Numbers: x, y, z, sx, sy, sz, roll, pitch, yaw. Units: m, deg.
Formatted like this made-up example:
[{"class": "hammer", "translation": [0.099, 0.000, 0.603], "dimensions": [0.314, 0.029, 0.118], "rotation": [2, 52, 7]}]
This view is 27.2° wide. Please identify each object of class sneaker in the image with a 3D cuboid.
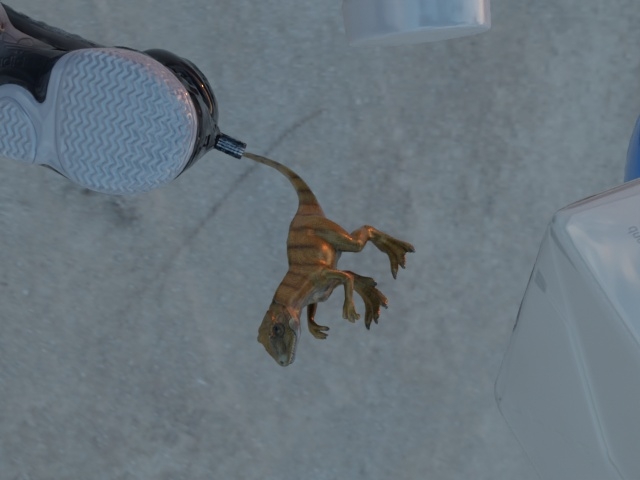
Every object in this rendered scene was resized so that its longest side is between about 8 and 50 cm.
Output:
[{"class": "sneaker", "translation": [-0.178, -0.099, 0.858], "dimensions": [0.101, 0.269, 0.153], "rotation": [-69, 162, 8]}]

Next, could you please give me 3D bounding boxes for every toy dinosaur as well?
[{"class": "toy dinosaur", "translation": [0.000, 0.000, 0.902], "dimensions": [0.112, 0.211, 0.064], "rotation": [24, 124, -17]}]

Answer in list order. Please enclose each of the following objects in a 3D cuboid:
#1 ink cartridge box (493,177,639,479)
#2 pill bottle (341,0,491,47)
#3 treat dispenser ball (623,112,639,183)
[{"class": "ink cartridge box", "translation": [0.263, 0.042, 0.423], "dimensions": [0.353, 0.207, 0.119], "rotation": [-19, 147, -15]}, {"class": "pill bottle", "translation": [0.061, -0.289, 1.003], "dimensions": [0.152, 0.152, 0.272], "rotation": [-9, 94, -34]}, {"class": "treat dispenser ball", "translation": [0.317, -0.020, 0.746], "dimensions": [0.288, 0.288, 0.288], "rotation": [-6, 101, -34]}]
